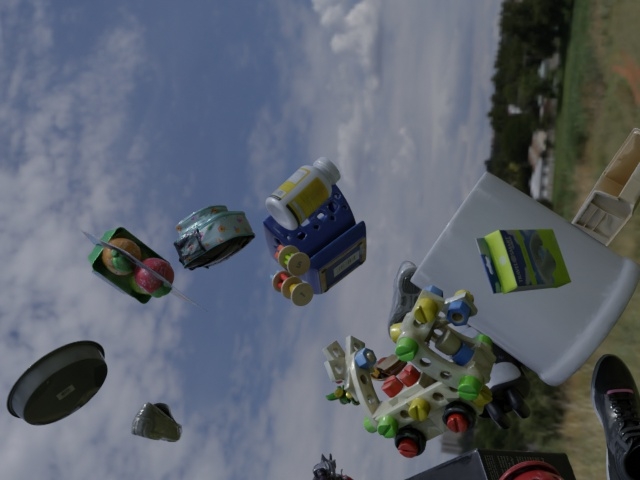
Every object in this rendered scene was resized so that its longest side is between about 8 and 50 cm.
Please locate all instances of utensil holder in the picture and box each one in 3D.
[{"bbox_3d":[0.438,0.079,1.751,0.327,0.386,0.327,-54,-8,-12],"label":"utensil holder"}]

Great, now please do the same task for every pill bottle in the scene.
[{"bbox_3d":[-0.038,-0.119,1.945,0.184,0.103,0.103,-44,-32,-19],"label":"pill bottle"}]

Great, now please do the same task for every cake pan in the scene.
[{"bbox_3d":[-0.704,0.395,2.161,0.293,0.054,0.293,-36,-27,-21],"label":"cake pan"}]

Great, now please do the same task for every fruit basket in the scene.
[{"bbox_3d":[-0.540,0.100,2.375,0.165,0.353,0.327,-54,-50,-9],"label":"fruit basket"}]

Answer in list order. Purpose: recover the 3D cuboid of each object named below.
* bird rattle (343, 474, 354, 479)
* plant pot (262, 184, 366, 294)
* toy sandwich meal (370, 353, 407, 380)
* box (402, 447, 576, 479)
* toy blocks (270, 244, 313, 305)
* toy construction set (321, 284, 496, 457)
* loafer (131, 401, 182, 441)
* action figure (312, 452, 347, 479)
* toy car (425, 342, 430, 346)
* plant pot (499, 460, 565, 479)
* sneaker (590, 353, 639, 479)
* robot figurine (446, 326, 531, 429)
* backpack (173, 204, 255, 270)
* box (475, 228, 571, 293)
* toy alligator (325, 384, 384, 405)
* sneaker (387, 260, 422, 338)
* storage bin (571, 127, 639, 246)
[{"bbox_3d":[0.100,0.723,1.972,0.207,0.253,0.143,-48,-14,-17],"label":"bird rattle"},{"bbox_3d":[0.000,0.000,2.202,0.236,0.212,0.236,-37,-23,-15],"label":"plant pot"},{"bbox_3d":[0.127,0.240,1.532,0.029,0.086,0.085,64,-154,-19],"label":"toy sandwich meal"},{"bbox_3d":[0.462,0.834,2.352,0.472,0.480,0.297,17,-131,-41],"label":"box"},{"bbox_3d":[-0.074,0.064,1.729,0.148,0.054,0.123,28,128,59],"label":"toy blocks"},{"bbox_3d":[0.129,0.199,1.190,0.328,0.215,0.151,-34,14,50],"label":"toy construction set"},{"bbox_3d":[-0.497,0.567,2.488,0.319,0.112,0.111,73,-149,-74],"label":"loafer"},{"bbox_3d":[-0.026,0.584,1.736,0.285,0.099,0.185,-23,-66,-50],"label":"action figure"},{"bbox_3d":[0.370,0.326,2.456,0.060,0.122,0.040,-22,-71,-71],"label":"toy car"},{"bbox_3d":[0.511,0.621,1.838,0.174,0.191,0.191,-111,18,-69],"label":"plant pot"},{"bbox_3d":[0.627,0.367,1.604,0.147,0.105,0.295,92,177,-72],"label":"sneaker"},{"bbox_3d":[0.448,0.359,2.109,0.173,0.209,0.278,103,151,-42],"label":"robot figurine"},{"bbox_3d":[-0.275,-0.016,2.093,0.166,0.188,0.144,-1,-109,-62],"label":"backpack"},{"bbox_3d":[0.361,0.035,1.407,0.178,0.042,0.109,-2,-110,-39],"label":"box"},{"bbox_3d":[0.106,0.448,2.318,0.056,0.190,0.051,57,-140,-48],"label":"toy alligator"},{"bbox_3d":[0.231,0.161,2.140,0.115,0.090,0.232,-94,15,-69],"label":"sneaker"},{"bbox_3d":[0.848,-0.143,2.261,0.262,0.123,0.260,-51,-15,-24],"label":"storage bin"}]
